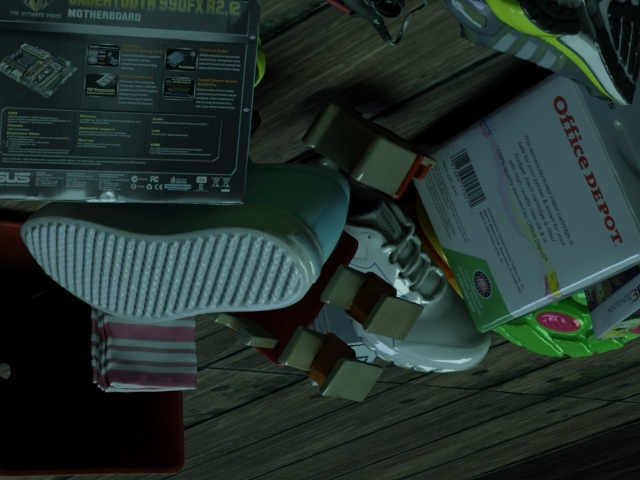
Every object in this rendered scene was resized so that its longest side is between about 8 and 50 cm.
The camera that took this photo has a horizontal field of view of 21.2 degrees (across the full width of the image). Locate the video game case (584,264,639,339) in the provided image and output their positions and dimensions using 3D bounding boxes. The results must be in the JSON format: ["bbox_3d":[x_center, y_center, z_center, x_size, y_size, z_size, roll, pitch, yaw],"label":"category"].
[{"bbox_3d":[0.335,-0.031,1.884,0.041,0.232,0.210,-4,161,-19],"label":"video game case"}]

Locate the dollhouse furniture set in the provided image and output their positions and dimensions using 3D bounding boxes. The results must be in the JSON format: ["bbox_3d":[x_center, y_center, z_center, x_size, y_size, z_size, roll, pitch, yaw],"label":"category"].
[{"bbox_3d":[0.000,0.000,1.725,0.259,0.262,0.135,-58,151,7],"label":"dollhouse furniture set"}]

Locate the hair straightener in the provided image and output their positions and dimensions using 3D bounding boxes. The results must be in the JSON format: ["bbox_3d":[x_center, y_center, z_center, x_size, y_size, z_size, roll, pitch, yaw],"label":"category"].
[{"bbox_3d":[0.026,-0.204,1.400,0.089,0.047,0.230,6,168,30],"label":"hair straightener"}]

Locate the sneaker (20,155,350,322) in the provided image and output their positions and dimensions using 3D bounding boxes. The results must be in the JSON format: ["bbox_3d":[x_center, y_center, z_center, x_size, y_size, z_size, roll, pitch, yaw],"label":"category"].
[{"bbox_3d":[-0.124,-0.012,1.662,0.365,0.150,0.135,3,129,35],"label":"sneaker"}]

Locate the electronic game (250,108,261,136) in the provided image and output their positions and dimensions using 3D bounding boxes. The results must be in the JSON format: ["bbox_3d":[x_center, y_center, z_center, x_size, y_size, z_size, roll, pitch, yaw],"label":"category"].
[{"bbox_3d":[-0.167,-0.087,1.596,0.229,0.048,0.229,-15,-178,0],"label":"electronic game"}]

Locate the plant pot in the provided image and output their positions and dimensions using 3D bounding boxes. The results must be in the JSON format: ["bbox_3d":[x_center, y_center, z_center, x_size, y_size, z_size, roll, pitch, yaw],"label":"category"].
[{"bbox_3d":[-0.332,0.136,1.925,0.235,0.267,0.267,-12,167,42],"label":"plant pot"}]

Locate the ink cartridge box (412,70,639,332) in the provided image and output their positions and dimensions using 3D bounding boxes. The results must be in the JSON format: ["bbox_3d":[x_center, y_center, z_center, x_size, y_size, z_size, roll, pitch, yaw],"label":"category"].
[{"bbox_3d":[0.244,-0.047,1.771,0.117,0.201,0.278,-17,171,-37],"label":"ink cartridge box"}]

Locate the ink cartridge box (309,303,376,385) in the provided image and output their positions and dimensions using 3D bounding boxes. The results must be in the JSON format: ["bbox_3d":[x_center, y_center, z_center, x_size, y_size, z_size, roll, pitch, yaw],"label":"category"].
[{"bbox_3d":[0.025,0.103,2.243,0.072,0.127,0.175,-6,160,-12],"label":"ink cartridge box"}]

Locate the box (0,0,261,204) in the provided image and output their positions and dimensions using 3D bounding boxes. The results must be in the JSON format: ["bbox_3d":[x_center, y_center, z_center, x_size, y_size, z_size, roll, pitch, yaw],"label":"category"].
[{"bbox_3d":[-0.166,-0.122,1.328,0.231,0.183,0.056,0,-168,-24],"label":"box"}]

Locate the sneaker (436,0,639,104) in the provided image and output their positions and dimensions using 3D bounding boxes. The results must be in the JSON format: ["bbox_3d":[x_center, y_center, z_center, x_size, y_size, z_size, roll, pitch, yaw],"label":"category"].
[{"bbox_3d":[0.190,-0.197,1.464,0.121,0.111,0.300,7,167,36],"label":"sneaker"}]

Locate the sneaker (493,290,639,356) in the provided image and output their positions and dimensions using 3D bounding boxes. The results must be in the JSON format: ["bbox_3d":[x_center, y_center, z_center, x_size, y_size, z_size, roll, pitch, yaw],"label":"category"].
[{"bbox_3d":[0.364,0.016,2.096,0.482,0.202,0.185,-3,129,34],"label":"sneaker"}]

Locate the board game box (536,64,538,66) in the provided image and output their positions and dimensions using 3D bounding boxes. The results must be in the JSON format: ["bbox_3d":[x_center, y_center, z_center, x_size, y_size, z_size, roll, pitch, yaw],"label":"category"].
[{"bbox_3d":[0.278,-0.239,1.551,0.145,0.027,0.281,-10,162,-3],"label":"board game box"}]

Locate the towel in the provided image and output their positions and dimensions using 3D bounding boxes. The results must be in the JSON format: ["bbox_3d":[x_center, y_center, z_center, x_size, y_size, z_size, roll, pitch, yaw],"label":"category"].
[{"bbox_3d":[-0.189,0.068,1.888,0.029,0.197,0.144,-5,174,42],"label":"towel"}]

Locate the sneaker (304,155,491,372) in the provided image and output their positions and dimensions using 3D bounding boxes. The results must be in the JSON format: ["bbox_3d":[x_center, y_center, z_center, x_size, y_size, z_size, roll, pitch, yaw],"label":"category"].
[{"bbox_3d":[0.066,0.029,1.854,0.111,0.297,0.129,-49,176,-40],"label":"sneaker"}]

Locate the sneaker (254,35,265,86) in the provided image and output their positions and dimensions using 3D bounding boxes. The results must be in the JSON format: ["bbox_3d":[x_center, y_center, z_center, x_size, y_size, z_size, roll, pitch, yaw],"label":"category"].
[{"bbox_3d":[-0.191,-0.127,1.433,0.295,0.109,0.123,-3,157,-26],"label":"sneaker"}]

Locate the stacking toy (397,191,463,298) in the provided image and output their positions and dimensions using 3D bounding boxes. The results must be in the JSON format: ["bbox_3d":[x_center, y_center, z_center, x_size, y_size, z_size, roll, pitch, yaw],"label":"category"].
[{"bbox_3d":[0.177,-0.023,1.984,0.302,0.175,0.165,-37,149,22],"label":"stacking toy"}]
